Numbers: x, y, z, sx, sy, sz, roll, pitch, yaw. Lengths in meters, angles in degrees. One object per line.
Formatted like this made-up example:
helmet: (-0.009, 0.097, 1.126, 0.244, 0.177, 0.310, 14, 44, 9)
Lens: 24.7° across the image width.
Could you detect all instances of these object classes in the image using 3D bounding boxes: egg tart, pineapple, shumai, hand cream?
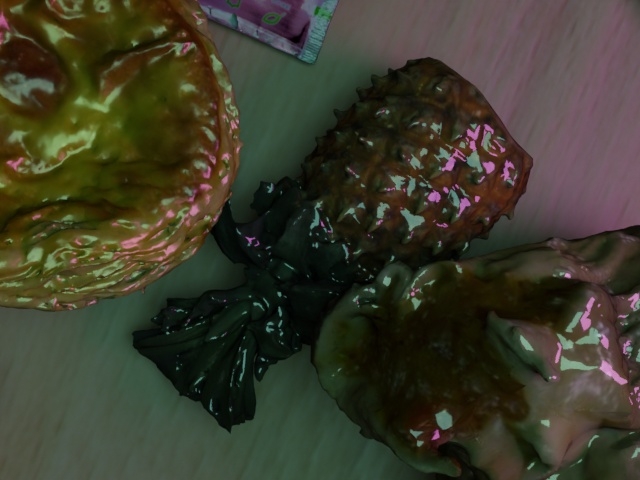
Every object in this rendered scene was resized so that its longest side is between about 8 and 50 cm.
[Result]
egg tart: (-0.201, -0.083, 1.004, 0.295, 0.116, 0.294, 3, 78, -14)
pineapple: (0.000, 0.000, 1.063, 0.310, 0.141, 0.170, -42, 105, 0)
shumai: (0.139, 0.078, 1.019, 0.262, 0.267, 0.314, 39, 66, -18)
hand cream: (-0.111, -0.223, 1.072, 0.275, 0.050, 0.079, 22, 113, -17)
